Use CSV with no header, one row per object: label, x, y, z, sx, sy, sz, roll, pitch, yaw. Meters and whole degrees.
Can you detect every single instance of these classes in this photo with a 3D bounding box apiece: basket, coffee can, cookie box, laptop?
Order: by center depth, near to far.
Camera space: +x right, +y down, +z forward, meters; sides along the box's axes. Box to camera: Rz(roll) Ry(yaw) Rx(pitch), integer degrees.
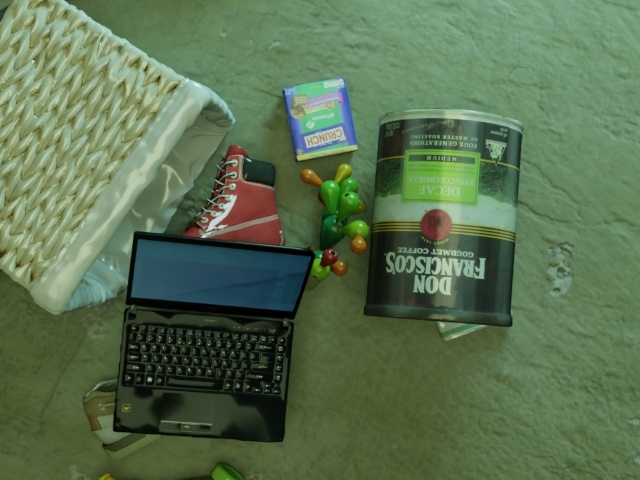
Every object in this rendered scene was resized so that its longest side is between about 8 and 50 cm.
laptop,-0.141,0.133,1.338,0.234,0.136,0.264,6,86,-10
basket,-0.316,-0.110,1.339,0.266,0.328,0.331,34,91,1
coffee can,0.169,-0.026,1.407,0.202,0.201,0.275,4,86,-3
cookie box,-0.001,-0.174,1.486,0.092,0.040,0.107,-11,94,-3

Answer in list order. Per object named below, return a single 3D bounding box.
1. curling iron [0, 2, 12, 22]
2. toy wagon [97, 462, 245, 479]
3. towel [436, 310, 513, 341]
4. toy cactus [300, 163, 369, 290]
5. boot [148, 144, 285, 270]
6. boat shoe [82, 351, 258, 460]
curling iron,-0.342,-0.387,1.466,0.274,0.035,0.068,-34,89,-1
toy wagon,-0.191,0.452,1.494,0.344,0.068,0.267,38,90,-3
towel,0.210,0.062,1.514,0.113,0.023,0.152,-19,93,-2
toy cactus,0.000,0.000,1.441,0.112,0.219,0.180,18,131,-12
boot,-0.157,-0.042,1.420,0.244,0.088,0.176,-8,92,-43
boat shoe,-0.197,0.194,1.459,0.302,0.113,0.103,-31,99,0
